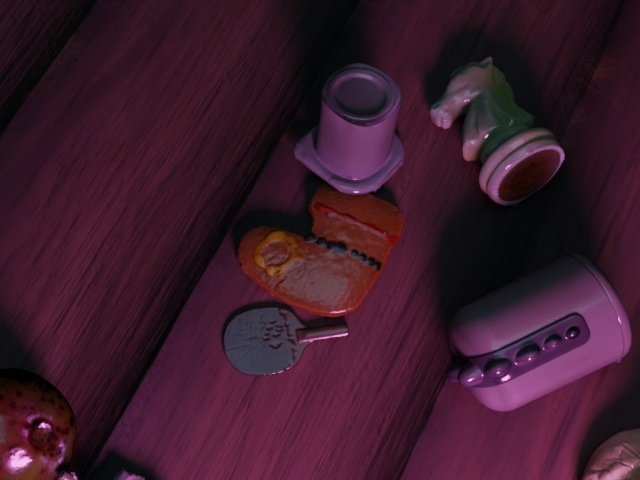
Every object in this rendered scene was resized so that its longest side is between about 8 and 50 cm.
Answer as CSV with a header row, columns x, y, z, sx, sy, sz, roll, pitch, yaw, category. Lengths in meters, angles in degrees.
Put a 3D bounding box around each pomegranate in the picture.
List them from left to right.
x,y,z,sx,sy,sz,roll,pitch,yaw,category
-0.555,0.355,1.714,0.306,0.242,0.242,-38,70,29,pomegranate

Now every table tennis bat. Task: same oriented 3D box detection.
x,y,z,sx,sy,sz,roll,pitch,yaw,category
-0.064,0.182,1.875,0.234,0.022,0.131,-7,69,-2,table tennis bat

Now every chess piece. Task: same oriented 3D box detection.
x,y,z,sx,sy,sz,roll,pitch,yaw,category
0.330,-0.228,1.978,0.175,0.176,0.298,-24,59,-10,chess piece

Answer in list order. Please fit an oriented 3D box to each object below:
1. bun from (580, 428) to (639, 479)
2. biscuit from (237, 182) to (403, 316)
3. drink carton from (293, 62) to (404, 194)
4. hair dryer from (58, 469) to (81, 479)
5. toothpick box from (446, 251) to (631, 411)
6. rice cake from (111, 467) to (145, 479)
x,y,z,sx,sy,sz,roll,pitch,yaw,category
0.568,0.436,1.732,0.229,0.145,0.229,1,76,-3,bun
0.000,-0.001,1.923,0.262,0.052,0.277,30,72,9,biscuit
0.075,-0.223,1.921,0.191,0.190,0.185,40,59,17,drink carton
-0.370,0.511,1.687,0.225,0.088,0.219,23,89,-25,hair dryer
0.366,0.175,1.776,0.316,0.229,0.229,-25,72,-9,toothpick box
-0.407,0.501,1.729,0.270,0.049,0.055,-48,33,-15,rice cake
